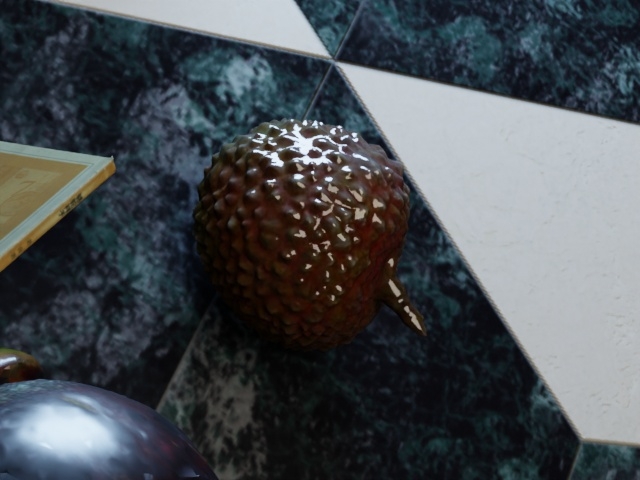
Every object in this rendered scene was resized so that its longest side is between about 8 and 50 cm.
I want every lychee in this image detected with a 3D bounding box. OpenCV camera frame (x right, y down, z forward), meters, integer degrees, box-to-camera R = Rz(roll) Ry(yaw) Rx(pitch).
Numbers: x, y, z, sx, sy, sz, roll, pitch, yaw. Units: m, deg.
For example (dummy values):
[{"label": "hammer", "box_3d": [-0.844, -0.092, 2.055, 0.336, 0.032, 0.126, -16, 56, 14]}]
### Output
[{"label": "lychee", "box_3d": [0.000, 0.000, 1.142, 0.197, 0.165, 0.165, 26, 58, 12]}]

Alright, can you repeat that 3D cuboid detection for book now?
[{"label": "book", "box_3d": [-0.262, 0.007, 0.985, 0.242, 0.170, 0.018, -46, 134, -41]}]

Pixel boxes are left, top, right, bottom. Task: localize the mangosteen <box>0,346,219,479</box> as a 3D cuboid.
[{"label": "mangosteen", "box_3d": [-0.183, 0.211, 0.901, 0.311, 0.311, 0.311, 10, 68, -26]}]
